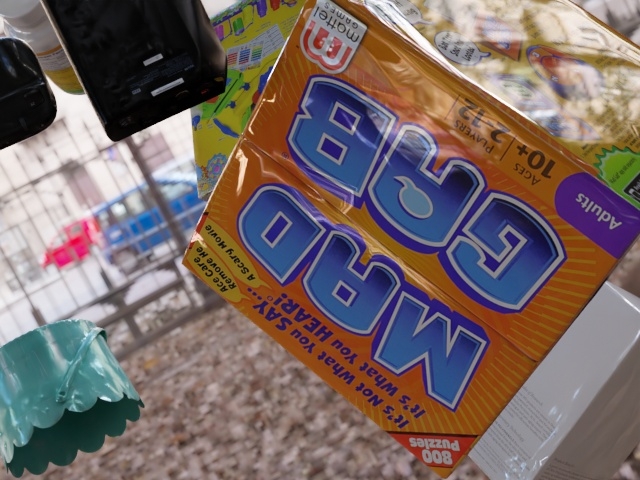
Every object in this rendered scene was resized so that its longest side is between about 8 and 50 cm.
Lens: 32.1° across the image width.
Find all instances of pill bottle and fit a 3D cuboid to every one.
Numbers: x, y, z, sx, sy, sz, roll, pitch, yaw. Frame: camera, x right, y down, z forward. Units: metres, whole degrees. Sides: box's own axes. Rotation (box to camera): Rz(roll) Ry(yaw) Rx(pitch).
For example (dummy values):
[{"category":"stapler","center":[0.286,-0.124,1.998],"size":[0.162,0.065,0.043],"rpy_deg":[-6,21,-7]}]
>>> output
[{"category":"pill bottle","center":[-0.456,-0.362,1.908],"size":[0.136,0.136,0.245],"rpy_deg":[-27,-25,5]}]

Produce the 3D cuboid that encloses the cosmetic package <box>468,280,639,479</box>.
[{"category":"cosmetic package","center":[0.430,0.259,1.802],"size":[0.365,0.197,0.155],"rpy_deg":[-56,41,10]}]

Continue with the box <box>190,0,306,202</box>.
[{"category":"box","center":[-0.026,-0.209,1.598],"size":[0.290,0.279,0.177],"rpy_deg":[-21,-25,31]}]

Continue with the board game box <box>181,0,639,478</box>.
[{"category":"board game box","center":[0.145,-0.056,1.168],"size":[0.356,0.356,0.356],"rpy_deg":[-34,-21,-53]}]

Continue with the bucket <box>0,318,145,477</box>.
[{"category":"bucket","center":[-0.473,0.279,2.000],"size":[0.281,0.183,0.281],"rpy_deg":[-27,-19,-10]}]

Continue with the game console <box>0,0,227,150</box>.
[{"category":"game console","center":[-0.279,-0.159,1.032],"size":[0.361,0.213,0.044],"rpy_deg":[-25,-25,-8]}]
